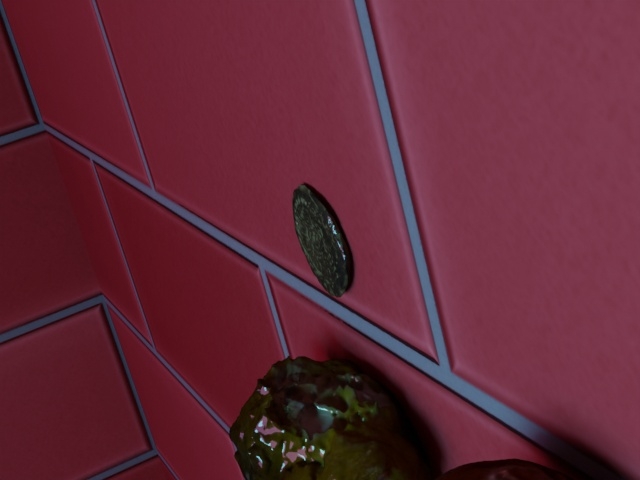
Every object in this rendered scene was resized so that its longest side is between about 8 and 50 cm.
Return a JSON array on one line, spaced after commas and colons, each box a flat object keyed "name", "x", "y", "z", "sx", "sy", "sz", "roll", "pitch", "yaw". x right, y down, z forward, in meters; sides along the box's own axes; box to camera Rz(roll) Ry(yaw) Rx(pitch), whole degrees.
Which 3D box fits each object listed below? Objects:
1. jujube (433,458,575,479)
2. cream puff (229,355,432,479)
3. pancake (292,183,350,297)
[{"name": "jujube", "x": 0.142, "y": 0.242, "z": 0.671, "sx": 0.236, "sy": 0.168, "sz": 0.168, "roll": 46, "pitch": 152, "yaw": 45}, {"name": "cream puff", "x": 0.012, "y": 0.219, "z": 1.012, "sx": 0.269, "sy": 0.155, "sz": 0.241, "roll": 126, "pitch": 125, "yaw": -75}, {"name": "pancake", "x": -0.001, "y": 0.000, "z": 1.003, "sx": 0.115, "sy": 0.011, "sz": 0.115, "roll": 53, "pitch": 156, "yaw": 36}]
